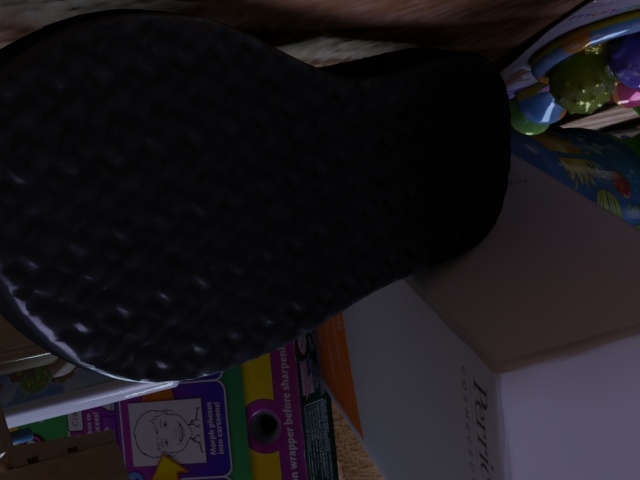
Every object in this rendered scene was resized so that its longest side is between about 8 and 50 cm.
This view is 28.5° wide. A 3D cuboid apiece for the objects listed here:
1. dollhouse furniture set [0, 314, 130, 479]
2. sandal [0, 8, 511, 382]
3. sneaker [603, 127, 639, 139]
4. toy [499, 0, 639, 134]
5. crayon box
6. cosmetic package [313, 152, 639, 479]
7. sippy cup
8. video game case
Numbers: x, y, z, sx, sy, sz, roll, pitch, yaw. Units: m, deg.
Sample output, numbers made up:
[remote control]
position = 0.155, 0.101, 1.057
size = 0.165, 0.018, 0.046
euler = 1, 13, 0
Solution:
[dollhouse furniture set]
position = -0.300, 0.125, 0.863
size = 0.198, 0.286, 0.303
euler = -11, 163, -33
[sandal]
position = -0.037, -0.030, 0.672
size = 0.107, 0.168, 0.445
euler = 8, -171, 33
[sneaker]
position = 0.393, -0.090, 1.485
size = 0.131, 0.112, 0.296
euler = -10, 173, -41
[toy]
position = 0.200, -0.117, 0.895
size = 0.137, 0.056, 0.237
euler = -14, 176, -18
[crayon box]
position = -0.150, 0.174, 1.172
size = 0.313, 0.363, 0.106
euler = -6, 178, 17
[cosmetic package]
position = 0.118, 0.081, 0.916
size = 0.161, 0.230, 0.453
euler = -13, -159, -13
[sippy cup]
position = 0.208, -0.013, 1.248
size = 0.240, 0.305, 0.224
euler = 15, -177, 34
[video game case]
position = -0.224, 0.062, 1.067
size = 0.212, 0.193, 0.023
euler = -15, 141, 8
